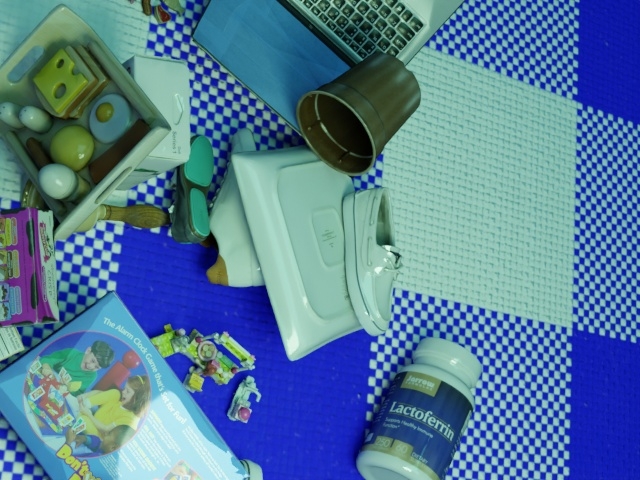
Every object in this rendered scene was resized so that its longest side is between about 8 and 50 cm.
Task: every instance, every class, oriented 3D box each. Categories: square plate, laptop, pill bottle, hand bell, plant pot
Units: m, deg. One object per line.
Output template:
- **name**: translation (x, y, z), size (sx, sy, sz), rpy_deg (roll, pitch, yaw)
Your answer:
- **square plate**: translation (0.000, 0.000, 1.990), size (0.347, 0.049, 0.344), rpy_deg (-16, 90, -60)
- **laptop**: translation (0.037, -0.404, 2.063), size (0.382, 0.236, 0.408), rpy_deg (40, 99, -21)
- **pill bottle**: translation (0.180, 0.312, 2.062), size (0.153, 0.153, 0.265), rpy_deg (39, 60, -21)
- **hand bell**: translation (-0.332, -0.042, 1.843), size (0.242, 0.126, 0.126), rpy_deg (6, 76, -45)
- **plant pot**: translation (0.074, -0.222, 1.980), size (0.165, 0.167, 0.167), rpy_deg (-43, 104, -31)

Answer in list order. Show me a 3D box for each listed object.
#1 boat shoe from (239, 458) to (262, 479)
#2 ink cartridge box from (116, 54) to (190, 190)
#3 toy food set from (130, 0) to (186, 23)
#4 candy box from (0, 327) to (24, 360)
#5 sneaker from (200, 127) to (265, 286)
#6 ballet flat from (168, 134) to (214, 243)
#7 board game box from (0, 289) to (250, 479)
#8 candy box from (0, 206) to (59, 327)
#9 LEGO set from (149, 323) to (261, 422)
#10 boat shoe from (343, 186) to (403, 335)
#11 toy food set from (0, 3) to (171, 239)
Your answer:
- **boat shoe**: translation (-0.195, 0.461, 1.815), size (0.102, 0.108, 0.301), rpy_deg (39, 68, -23)
- **ink cartridge box**: translation (-0.292, -0.178, 1.812), size (0.092, 0.219, 0.160), rpy_deg (4, 77, -34)
- **toy food set**: translation (-0.290, -0.415, 1.989), size (0.122, 0.019, 0.078), rpy_deg (53, 57, -22)
- **candy box**: translation (-0.524, 0.174, 1.650), size (0.186, 0.109, 0.053), rpy_deg (-26, 96, -35)
- **sneaker**: translation (-0.154, -0.060, 1.954), size (0.123, 0.106, 0.290), rpy_deg (-4, 62, 1)
- **ballet flat**: translation (-0.218, -0.081, 1.925), size (0.074, 0.074, 0.203), rpy_deg (18, 54, -30)
- **board game box**: translation (-0.301, 0.281, 1.737), size (0.233, 0.078, 0.347), rpy_deg (-37, 96, -16)
- **candy box**: translation (-0.480, 0.046, 1.608), size (0.071, 0.233, 0.159), rpy_deg (14, 71, -75)
- **LEGO set**: translation (-0.210, 0.190, 1.855), size (0.287, 0.107, 0.132), rpy_deg (22, 68, -28)
- **boat shoe**: translation (0.096, 0.031, 2.000), size (0.095, 0.084, 0.258), rpy_deg (12, 66, -57)
- **toy food set**: translation (-0.372, -0.175, 1.691), size (0.306, 0.220, 0.092), rpy_deg (50, 11, 29)
